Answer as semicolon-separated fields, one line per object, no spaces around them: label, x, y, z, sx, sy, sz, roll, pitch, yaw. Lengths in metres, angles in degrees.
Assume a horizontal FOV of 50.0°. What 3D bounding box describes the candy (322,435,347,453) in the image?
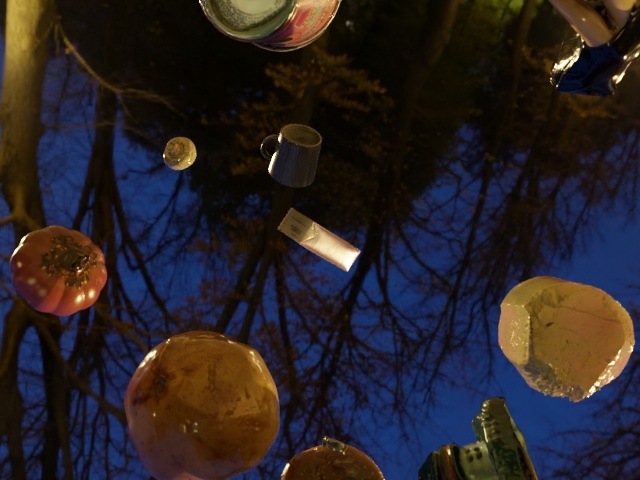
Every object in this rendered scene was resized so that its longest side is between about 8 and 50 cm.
candy;0.032;0.483;1.613;0.020;0.030;0.083;29;169;-36

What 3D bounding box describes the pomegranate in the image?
pomegranate;-0.266;0.415;1.683;0.410;0.410;0.410;11;-156;-5

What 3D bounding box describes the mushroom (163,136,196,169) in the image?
mushroom;-0.342;-0.212;1.654;0.083;0.083;0.067;33;175;37

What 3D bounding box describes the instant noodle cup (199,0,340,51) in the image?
instant noodle cup;-0.090;-0.425;1.148;0.244;0.244;0.255;15;-157;3

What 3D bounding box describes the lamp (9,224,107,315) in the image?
lamp;-0.501;0.055;1.326;0.182;0.140;0.182;20;-126;-30

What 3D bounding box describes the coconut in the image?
coconut;0.454;0.184;1.309;0.233;0.233;0.245;15;178;4

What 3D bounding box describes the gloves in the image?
gloves;0.372;-0.329;0.866;0.152;0.301;0.197;13;-117;32

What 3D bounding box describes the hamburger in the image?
hamburger;0.041;0.619;1.656;0.286;0.146;0.243;16;-128;9

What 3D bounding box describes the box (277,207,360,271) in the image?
box;0.000;0.000;0.909;0.050;0.036;0.117;33;-179;40

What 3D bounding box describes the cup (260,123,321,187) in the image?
cup;-0.050;-0.144;1.115;0.100;0.077;0.078;24;-142;10

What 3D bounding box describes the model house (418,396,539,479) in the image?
model house;0.221;0.425;1.128;0.291;0.184;0.253;-24;-147;14
